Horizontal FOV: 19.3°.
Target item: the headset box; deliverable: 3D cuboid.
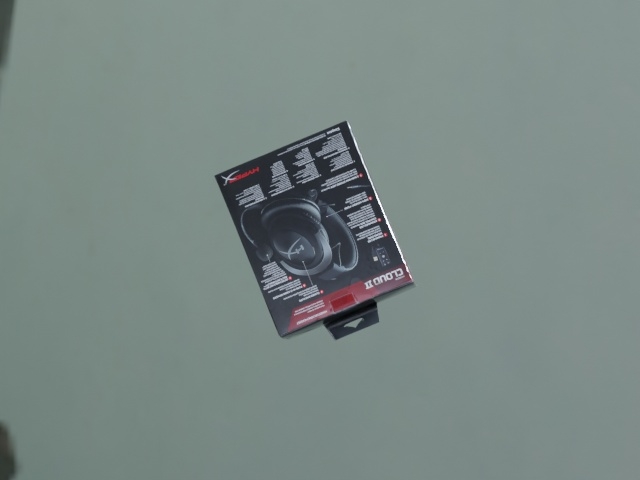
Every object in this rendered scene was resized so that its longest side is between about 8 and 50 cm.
[{"bbox_3d":[0.000,0.000,0.797,0.062,0.032,0.083,-23,83,3],"label":"headset box"}]
